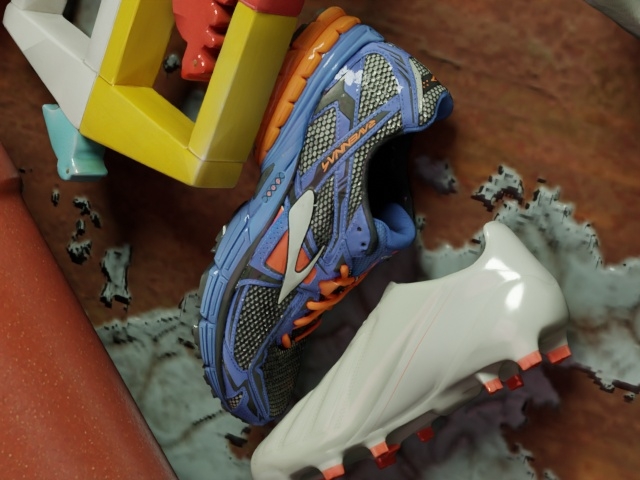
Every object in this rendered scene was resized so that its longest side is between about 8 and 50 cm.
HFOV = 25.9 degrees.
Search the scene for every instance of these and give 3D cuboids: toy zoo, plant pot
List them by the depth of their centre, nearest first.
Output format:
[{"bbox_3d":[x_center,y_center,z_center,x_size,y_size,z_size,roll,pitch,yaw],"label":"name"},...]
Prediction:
[{"bbox_3d":[-0.073,-0.158,0.677,0.192,0.030,0.293,39,117,38],"label":"toy zoo"},{"bbox_3d":[-0.218,0.091,0.716,0.272,0.272,0.265,-33,94,29],"label":"plant pot"}]

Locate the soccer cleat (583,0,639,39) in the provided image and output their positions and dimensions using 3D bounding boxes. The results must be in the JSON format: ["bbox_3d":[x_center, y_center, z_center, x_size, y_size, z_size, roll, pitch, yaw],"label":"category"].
[{"bbox_3d":[0.250,-0.087,0.509,0.331,0.143,0.116,11,106,24],"label":"soccer cleat"}]

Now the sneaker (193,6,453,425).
[{"bbox_3d":[0.000,0.000,0.694,0.087,0.083,0.221,24,113,15],"label":"sneaker"}]

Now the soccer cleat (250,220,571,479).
[{"bbox_3d":[0.037,0.064,0.701,0.196,0.068,0.076,-35,70,27],"label":"soccer cleat"}]
